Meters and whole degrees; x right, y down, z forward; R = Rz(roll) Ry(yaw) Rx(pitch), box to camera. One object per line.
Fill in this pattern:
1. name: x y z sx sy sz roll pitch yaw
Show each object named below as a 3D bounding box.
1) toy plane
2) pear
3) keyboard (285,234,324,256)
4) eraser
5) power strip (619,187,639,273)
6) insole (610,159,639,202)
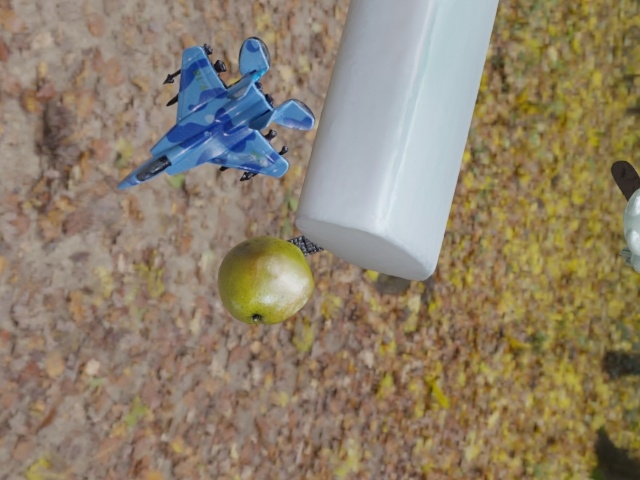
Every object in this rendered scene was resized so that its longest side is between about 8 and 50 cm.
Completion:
1. toy plane: -0.133 -0.115 0.938 0.169 0.246 0.078 52 35 -19
2. pear: -0.086 0.049 1.239 0.104 0.141 0.141 60 45 -37
3. keyboard: 0.000 0.000 1.686 0.060 0.196 0.018 69 3 -53
4. eraser: 0.071 -0.127 0.647 0.189 0.104 0.290 43 60 -73
5. power strip: 0.255 -0.009 0.687 0.055 0.035 0.083 -46 132 -31
6. insole: 0.579 -0.029 1.492 0.005 0.086 0.253 -30 94 -18
